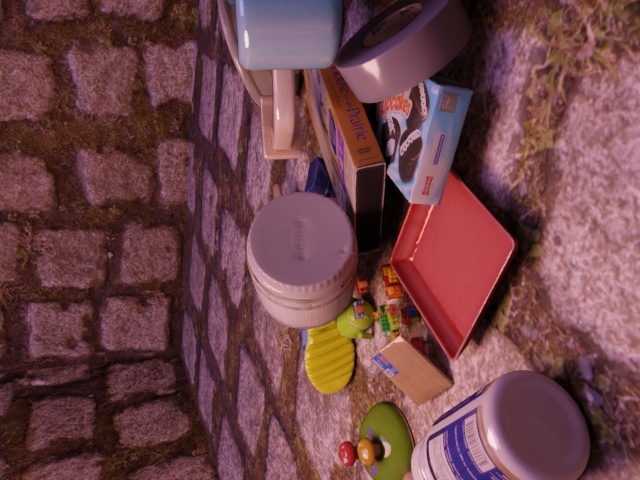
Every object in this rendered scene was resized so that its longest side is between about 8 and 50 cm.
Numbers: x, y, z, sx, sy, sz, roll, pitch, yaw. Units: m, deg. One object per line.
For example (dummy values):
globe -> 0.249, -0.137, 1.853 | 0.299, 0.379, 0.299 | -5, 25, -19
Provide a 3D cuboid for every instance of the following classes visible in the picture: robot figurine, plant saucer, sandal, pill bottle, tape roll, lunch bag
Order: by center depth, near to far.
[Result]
pill bottle -> 0.241, 0.301, 0.876 | 0.265, 0.153, 0.153 | 121, 140, -53
tape roll -> 0.133, -0.320, 0.989 | 0.072, 0.219, 0.219 | 50, 172, -27
plant saucer -> 0.222, 0.022, 1.023 | 0.259, 0.047, 0.258 | -117, 33, -45
robot figurine -> 0.078, 0.174, 1.352 | 0.115, 0.067, 0.101 | 122, 138, -53
sandal -> 0.000, 0.209, 1.468 | 0.138, 0.126, 0.317 | -178, 77, -81
lunch bag -> 0.006, -0.146, 1.478 | 0.067, 0.065, 0.098 | 156, 126, -67
plant saucer -> -0.125, -0.519, 1.545 | 0.400, 0.100, 0.400 | -13, -90, -73

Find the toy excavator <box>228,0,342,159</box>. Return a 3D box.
toy excavator -> -0.066, -0.334, 1.027 | 0.433, 0.222, 0.445 | -118, 27, -71

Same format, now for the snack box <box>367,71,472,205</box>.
snack box -> 0.153, -0.209, 1.059 | 0.322, 0.060, 0.187 | -111, 29, -62

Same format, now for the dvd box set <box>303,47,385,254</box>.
dvd box set -> 0.042, -0.221, 1.271 | 0.308, 0.062, 0.420 | 85, 170, -58

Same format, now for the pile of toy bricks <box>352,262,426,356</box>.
pile of toy bricks -> 0.131, 0.145, 1.142 | 0.105, 0.118, 0.212 | 105, 154, -77

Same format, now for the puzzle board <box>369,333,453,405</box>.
puzzle board -> 0.164, 0.236, 1.107 | 0.128, 0.011, 0.096 | 44, 129, 0

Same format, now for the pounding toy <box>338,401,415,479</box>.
pounding toy -> 0.114, 0.453, 1.247 | 0.237, 0.110, 0.183 | -118, 34, -46

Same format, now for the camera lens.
camera lens -> -0.034, 0.049, 1.249 | 0.274, 0.219, 0.219 | 88, 170, -67

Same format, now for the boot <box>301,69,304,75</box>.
boot -> -0.036, -0.516, 1.510 | 0.248, 0.090, 0.207 | -135, 48, -54

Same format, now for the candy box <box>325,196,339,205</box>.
candy box -> 0.000, 0.000, 1.511 | 0.196, 0.070, 0.165 | 145, 119, -63

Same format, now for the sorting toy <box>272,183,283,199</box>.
sorting toy -> -0.088, 0.018, 1.680 | 0.307, 0.041, 0.229 | -106, 11, -47
